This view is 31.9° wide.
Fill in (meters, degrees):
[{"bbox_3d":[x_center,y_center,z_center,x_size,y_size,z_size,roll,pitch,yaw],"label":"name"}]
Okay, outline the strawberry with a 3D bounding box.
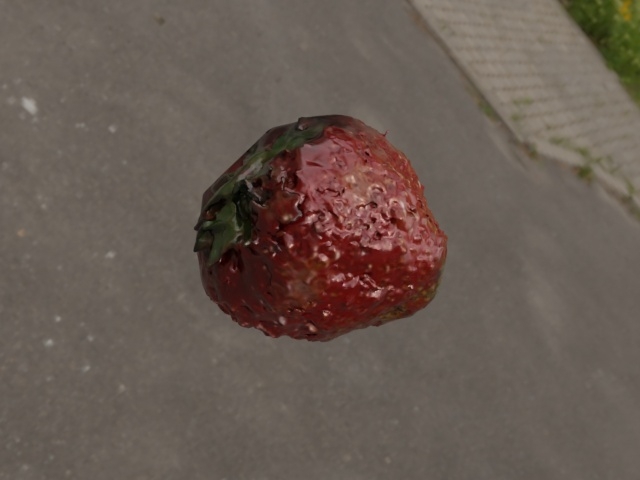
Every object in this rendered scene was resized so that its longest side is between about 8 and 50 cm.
[{"bbox_3d":[0.001,-0.001,0.456,0.106,0.106,0.106,39,27,-25],"label":"strawberry"}]
